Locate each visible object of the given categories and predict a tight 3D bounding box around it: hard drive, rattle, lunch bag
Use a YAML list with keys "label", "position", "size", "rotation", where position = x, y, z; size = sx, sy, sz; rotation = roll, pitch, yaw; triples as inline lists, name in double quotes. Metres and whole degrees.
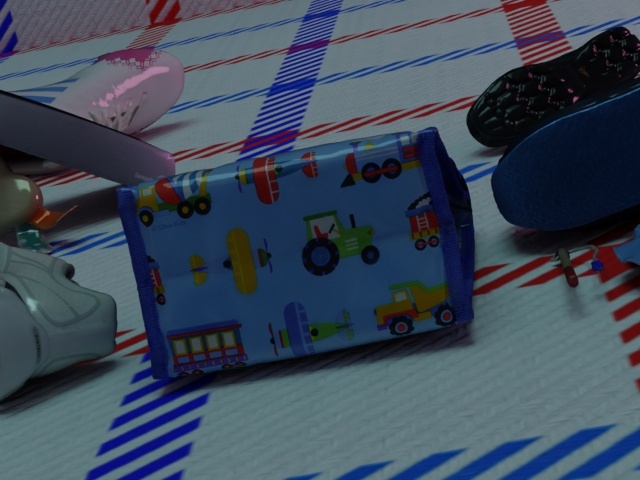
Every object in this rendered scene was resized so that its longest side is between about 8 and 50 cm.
- label: "hard drive"
  position: [-0.280, -0.109, 1.671]
  size: [0.254, 0.054, 0.172]
  rotation: [18, 3, -23]
- label: "rattle"
  position: [-0.318, -0.013, 1.629]
  size: [0.199, 0.143, 0.130]
  rotation: [8, 53, 14]
- label: "lunch bag"
  position: [0.000, 0.000, 1.212]
  size: [0.221, 0.138, 0.293]
  rotation: [-11, 3, 8]

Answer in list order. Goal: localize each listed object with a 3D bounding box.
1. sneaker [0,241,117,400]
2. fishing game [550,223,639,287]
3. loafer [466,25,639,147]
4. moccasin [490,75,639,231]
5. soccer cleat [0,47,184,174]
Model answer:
- label: "sneaker"
  position: [-0.255, 0.046, 1.249]
  size: [0.118, 0.110, 0.292]
  rotation: [-12, 21, -31]
- label: "fishing game"
  position: [0.293, -0.007, 1.124]
  size: [0.264, 0.041, 0.189]
  rotation: [-16, 7, 6]
- label: "loafer"
  position: [0.233, -0.143, 1.622]
  size: [0.223, 0.076, 0.078]
  rotation: [-28, -15, -28]
- label: "moccasin"
  position: [0.294, -0.097, 1.263]
  size: [0.342, 0.138, 0.117]
  rotation: [-11, 2, 1]
- label: "soccer cleat"
  position: [-0.291, -0.139, 1.961]
  size: [0.331, 0.116, 0.143]
  rotation: [-20, 36, -27]
